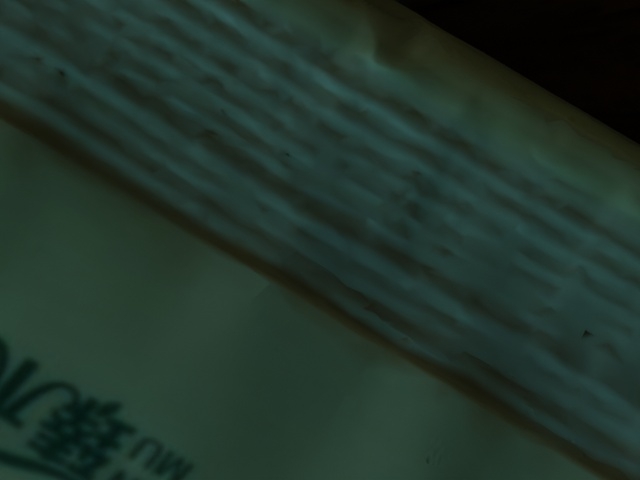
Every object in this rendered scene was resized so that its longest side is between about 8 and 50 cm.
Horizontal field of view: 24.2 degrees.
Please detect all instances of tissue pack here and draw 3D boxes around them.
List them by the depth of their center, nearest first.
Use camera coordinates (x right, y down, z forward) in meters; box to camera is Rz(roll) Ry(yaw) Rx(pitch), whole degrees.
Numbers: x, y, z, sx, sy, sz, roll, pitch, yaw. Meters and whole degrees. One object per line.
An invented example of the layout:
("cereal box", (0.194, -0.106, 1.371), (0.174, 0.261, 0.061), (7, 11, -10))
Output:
("tissue pack", (-0.041, 0.035, 0.488), (0.380, 0.207, 0.297), (30, 169, 6))
